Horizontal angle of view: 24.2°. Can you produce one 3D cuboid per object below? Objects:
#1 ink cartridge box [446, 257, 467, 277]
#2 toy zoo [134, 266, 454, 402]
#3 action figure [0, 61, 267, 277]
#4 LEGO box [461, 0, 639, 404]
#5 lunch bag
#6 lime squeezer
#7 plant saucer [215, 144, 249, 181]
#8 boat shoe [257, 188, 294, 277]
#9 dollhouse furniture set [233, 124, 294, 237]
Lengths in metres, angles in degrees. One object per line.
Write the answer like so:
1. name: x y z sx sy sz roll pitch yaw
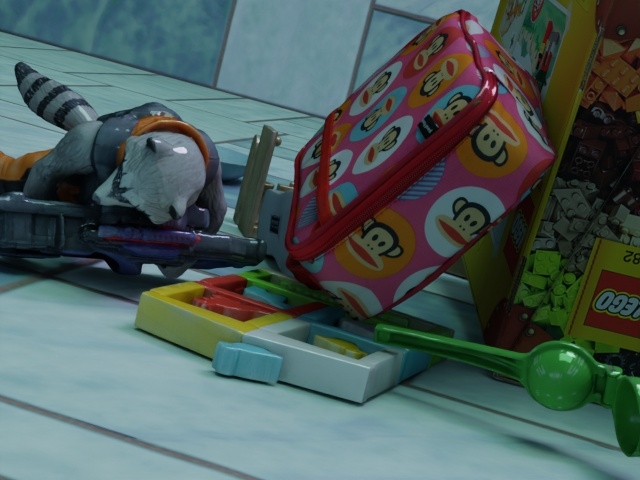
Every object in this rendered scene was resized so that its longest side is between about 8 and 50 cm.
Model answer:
1. ink cartridge box: 0.284 0.020 1.835 0.235 0.088 0.193 16 10 17
2. toy zoo: -0.020 0.073 1.201 0.192 0.030 0.293 17 9 19
3. action figure: -0.225 -0.067 1.300 0.341 0.178 0.330 4 4 -39
4. LEGO box: 0.278 -0.112 1.457 0.193 0.372 0.500 14 20 -6
5. lunch bag: 0.069 -0.059 1.286 0.120 0.258 0.293 44 17 -15
6. lime squeezer: 0.176 0.122 1.067 0.110 0.059 0.310 -31 41 -25
7. plant saucer: -0.179 -0.114 2.097 0.195 0.037 0.195 15 9 -2
8. boat shoe: 0.000 0.000 1.513 0.088 0.096 0.267 7 2 -14
9. dollhouse furniture set: -0.013 -0.062 1.754 0.151 0.123 0.144 12 9 -14
